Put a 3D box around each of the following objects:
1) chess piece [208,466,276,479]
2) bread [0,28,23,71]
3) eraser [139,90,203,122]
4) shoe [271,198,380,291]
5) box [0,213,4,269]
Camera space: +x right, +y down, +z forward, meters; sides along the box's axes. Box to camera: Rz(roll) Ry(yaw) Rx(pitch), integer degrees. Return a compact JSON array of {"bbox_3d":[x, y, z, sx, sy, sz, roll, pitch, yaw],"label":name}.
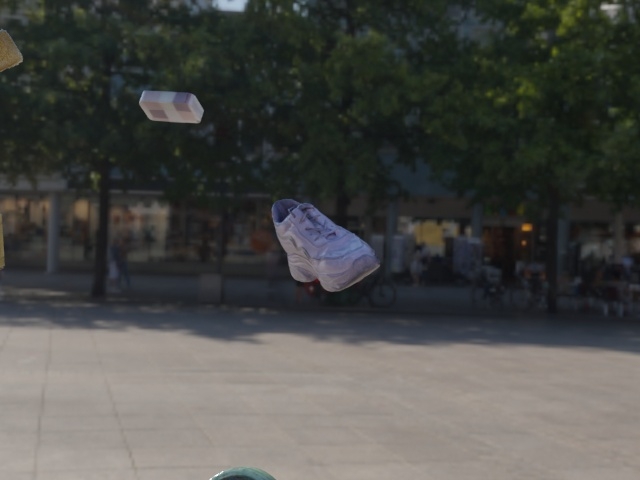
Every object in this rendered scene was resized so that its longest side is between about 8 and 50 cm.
[{"bbox_3d":[-0.096,0.507,1.638,0.176,0.175,0.298,1,-19,22],"label":"chess piece"},{"bbox_3d":[-0.614,-0.352,1.713,0.083,0.070,0.035,-40,11,-24],"label":"bread"},{"bbox_3d":[-0.269,-0.240,1.630,0.105,0.026,0.065,5,-28,17],"label":"eraser"},{"bbox_3d":[0.000,0.000,1.434,0.095,0.137,0.245,-35,18,-20],"label":"shoe"},{"bbox_3d":[-0.778,0.012,2.123,0.020,0.149,0.073,19,29,21],"label":"box"}]
